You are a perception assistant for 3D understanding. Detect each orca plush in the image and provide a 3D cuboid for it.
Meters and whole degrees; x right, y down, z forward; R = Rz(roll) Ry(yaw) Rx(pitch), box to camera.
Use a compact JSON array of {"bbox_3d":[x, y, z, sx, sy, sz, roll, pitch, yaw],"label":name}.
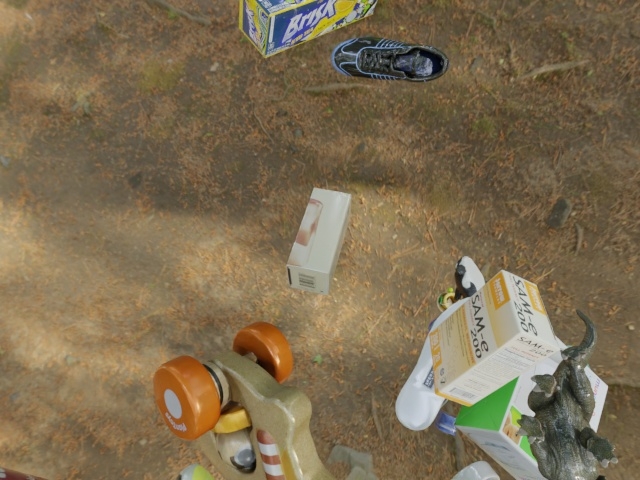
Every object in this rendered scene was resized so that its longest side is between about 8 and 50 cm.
[{"bbox_3d":[0.504,0.182,1.398,0.102,0.151,0.287,-52,39,32],"label":"orca plush"}]

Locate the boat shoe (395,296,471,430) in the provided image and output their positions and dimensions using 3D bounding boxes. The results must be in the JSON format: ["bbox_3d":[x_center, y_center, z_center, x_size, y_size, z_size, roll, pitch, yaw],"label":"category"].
[{"bbox_3d":[0.262,0.251,0.865,0.108,0.102,0.301,29,92,25],"label":"boat shoe"}]

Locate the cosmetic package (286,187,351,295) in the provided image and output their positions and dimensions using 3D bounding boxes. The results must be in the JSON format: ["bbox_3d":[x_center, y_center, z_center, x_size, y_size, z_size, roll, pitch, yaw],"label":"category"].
[{"bbox_3d":[0.000,0.000,1.292,0.130,0.153,0.295,12,57,9],"label":"cosmetic package"}]

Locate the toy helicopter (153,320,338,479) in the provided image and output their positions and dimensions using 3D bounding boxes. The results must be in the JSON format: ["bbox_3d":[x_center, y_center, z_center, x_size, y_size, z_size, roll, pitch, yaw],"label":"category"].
[{"bbox_3d":[-0.031,0.266,0.442,0.355,0.140,0.234,27,117,32],"label":"toy helicopter"}]

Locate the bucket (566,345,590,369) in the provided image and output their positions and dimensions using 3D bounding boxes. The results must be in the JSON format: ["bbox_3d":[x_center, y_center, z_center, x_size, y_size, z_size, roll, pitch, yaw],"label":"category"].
[{"bbox_3d":[0.807,0.505,1.446,0.282,0.281,0.182,-14,52,8],"label":"bucket"}]

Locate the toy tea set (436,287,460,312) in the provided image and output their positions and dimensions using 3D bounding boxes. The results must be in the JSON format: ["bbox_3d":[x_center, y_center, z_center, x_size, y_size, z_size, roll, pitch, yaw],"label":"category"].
[{"bbox_3d":[0.555,0.280,1.570,0.200,0.124,0.335,-1,75,-15],"label":"toy tea set"}]

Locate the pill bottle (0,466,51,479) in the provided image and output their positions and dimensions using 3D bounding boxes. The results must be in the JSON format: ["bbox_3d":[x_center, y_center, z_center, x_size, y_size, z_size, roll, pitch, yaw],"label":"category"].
[{"bbox_3d":[-0.462,0.351,0.448,0.224,0.392,0.223,-32,36,26],"label":"pill bottle"}]

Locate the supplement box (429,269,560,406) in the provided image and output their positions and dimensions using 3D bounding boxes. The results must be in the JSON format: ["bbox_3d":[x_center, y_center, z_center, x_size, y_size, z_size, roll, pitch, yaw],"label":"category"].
[{"bbox_3d":[0.130,0.079,0.330,0.036,0.098,0.062,23,39,-11],"label":"supplement box"}]

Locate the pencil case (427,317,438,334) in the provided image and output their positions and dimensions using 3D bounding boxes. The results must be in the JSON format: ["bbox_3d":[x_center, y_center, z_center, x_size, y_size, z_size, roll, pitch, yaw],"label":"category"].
[{"bbox_3d":[0.406,0.303,1.297,0.152,0.064,0.070,38,89,-15],"label":"pencil case"}]

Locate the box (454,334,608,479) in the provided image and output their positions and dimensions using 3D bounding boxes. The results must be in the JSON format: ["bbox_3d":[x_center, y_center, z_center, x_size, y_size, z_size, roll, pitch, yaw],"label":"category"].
[{"bbox_3d":[0.445,0.347,0.877,0.231,0.127,0.262,43,61,-7],"label":"box"}]

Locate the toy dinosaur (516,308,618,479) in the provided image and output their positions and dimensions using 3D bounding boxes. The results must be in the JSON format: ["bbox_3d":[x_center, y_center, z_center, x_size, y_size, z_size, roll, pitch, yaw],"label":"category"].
[{"bbox_3d":[0.325,0.240,0.560,0.121,0.160,0.313,-5,46,21],"label":"toy dinosaur"}]

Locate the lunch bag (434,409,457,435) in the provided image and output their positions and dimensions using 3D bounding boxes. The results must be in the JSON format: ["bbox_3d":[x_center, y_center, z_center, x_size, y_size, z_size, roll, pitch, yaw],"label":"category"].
[{"bbox_3d":[0.443,0.644,1.472,0.067,0.098,0.065,22,80,9],"label":"lunch bag"}]

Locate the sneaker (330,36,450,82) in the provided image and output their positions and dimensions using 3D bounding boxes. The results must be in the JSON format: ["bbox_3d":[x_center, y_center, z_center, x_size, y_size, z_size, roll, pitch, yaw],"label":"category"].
[{"bbox_3d":[0.136,-0.355,0.818,0.233,0.090,0.081,2,114,2],"label":"sneaker"}]

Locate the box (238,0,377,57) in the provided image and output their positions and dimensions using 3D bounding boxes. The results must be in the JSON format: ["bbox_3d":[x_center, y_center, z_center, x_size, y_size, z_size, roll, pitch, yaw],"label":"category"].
[{"bbox_3d":[-0.008,-0.273,0.473,0.169,0.059,0.054,-34,78,-23],"label":"box"}]

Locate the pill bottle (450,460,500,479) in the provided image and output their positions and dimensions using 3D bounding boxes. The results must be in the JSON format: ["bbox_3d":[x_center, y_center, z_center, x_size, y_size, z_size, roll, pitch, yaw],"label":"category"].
[{"bbox_3d":[0.329,0.519,0.730,0.121,0.121,0.221,-38,40,0],"label":"pill bottle"}]

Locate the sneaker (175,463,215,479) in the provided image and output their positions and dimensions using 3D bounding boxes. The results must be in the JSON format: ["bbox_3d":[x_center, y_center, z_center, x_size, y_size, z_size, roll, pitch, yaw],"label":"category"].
[{"bbox_3d":[-0.121,0.557,0.725,0.147,0.145,0.384,-36,75,-2],"label":"sneaker"}]
